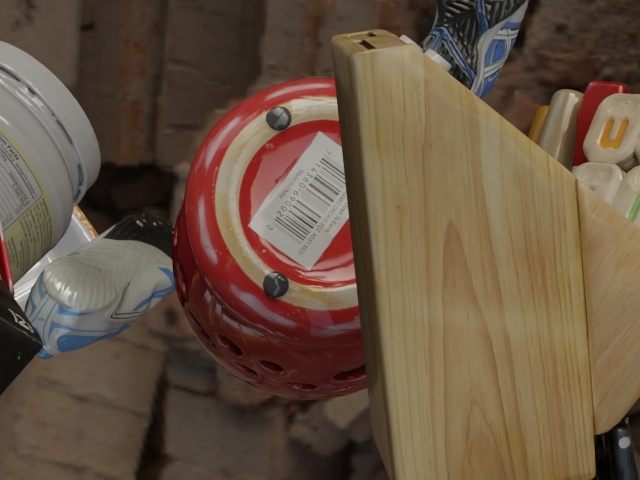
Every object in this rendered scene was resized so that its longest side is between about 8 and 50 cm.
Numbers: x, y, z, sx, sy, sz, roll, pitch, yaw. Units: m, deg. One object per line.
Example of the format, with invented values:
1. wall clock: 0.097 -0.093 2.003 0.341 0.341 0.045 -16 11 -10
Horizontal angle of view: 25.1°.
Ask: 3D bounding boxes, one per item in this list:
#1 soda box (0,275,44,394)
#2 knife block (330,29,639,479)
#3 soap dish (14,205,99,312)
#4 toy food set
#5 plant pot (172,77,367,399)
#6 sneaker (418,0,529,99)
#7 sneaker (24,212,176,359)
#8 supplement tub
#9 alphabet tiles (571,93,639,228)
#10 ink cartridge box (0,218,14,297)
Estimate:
1. soda box: -0.173 0.072 0.479 0.169 0.060 0.053 -48 39 2
2. knife block: 0.056 0.068 0.690 0.276 0.088 0.242 37 96 -13
3. soap dish: -0.420 -0.001 1.810 0.291 0.229 0.118 54 159 10
4. toy food set: 0.284 -0.077 1.345 0.232 0.111 0.104 11 74 33
5. plant pot: 0.000 0.000 0.926 0.174 0.191 0.191 114 141 -76
6. sneaker: 0.138 -0.192 1.297 0.080 0.081 0.211 30 86 18
7. sneaker: -0.180 0.039 1.264 0.085 0.237 0.086 44 118 11
8. supplement tub: -0.395 -0.029 1.412 0.235 0.325 0.235 25 142 21
9. alphabet tiles: 0.327 -0.054 1.181 0.284 0.021 0.278 9 70 48
10. ink cartridge box: -0.288 0.013 1.096 0.231 0.078 0.134 133 125 -67
